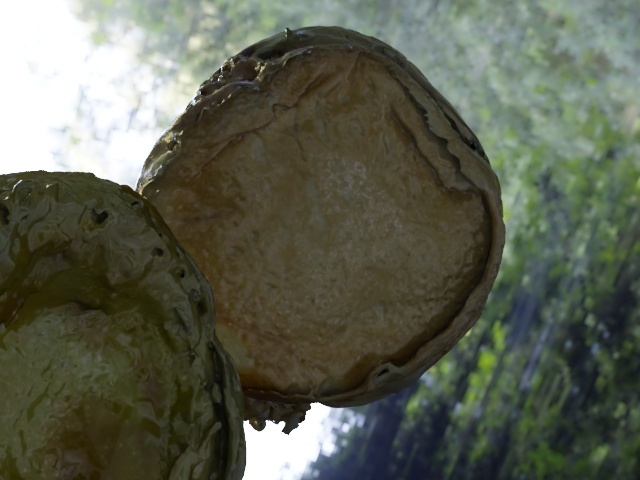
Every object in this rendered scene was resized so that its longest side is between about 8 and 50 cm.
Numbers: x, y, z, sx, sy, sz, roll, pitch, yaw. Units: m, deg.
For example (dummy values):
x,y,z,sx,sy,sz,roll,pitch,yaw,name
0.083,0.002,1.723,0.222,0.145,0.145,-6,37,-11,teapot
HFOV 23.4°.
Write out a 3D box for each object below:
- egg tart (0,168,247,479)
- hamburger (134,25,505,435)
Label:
x,y,z,sx,sy,sz,roll,pitch,yaw,name
-0.154,0.098,0.859,0.118,0.288,0.288,-7,-170,37,egg tart
0.000,0.000,1.035,0.243,0.286,0.146,7,-173,6,hamburger
